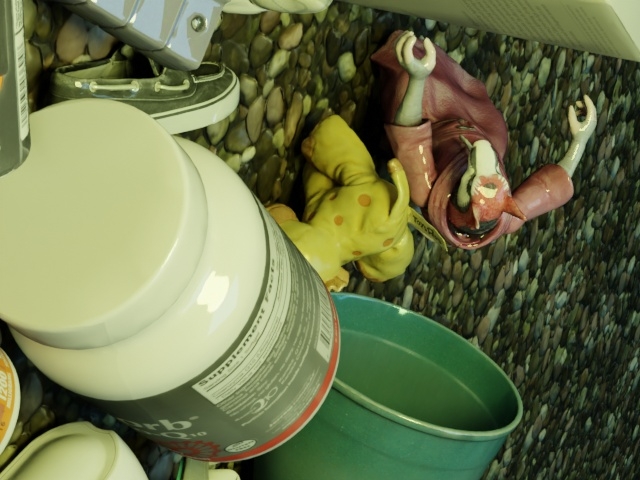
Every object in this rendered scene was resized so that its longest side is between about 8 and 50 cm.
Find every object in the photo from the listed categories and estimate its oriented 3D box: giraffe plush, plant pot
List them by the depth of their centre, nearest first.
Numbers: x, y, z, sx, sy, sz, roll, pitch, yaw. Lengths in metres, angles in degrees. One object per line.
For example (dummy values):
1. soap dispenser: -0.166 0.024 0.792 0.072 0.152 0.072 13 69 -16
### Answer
1. giraffe plush: 0.000 0.000 1.442 0.170 0.210 0.181 -31 122 -16
2. plant pot: 0.042 0.232 1.554 0.271 0.271 0.255 -14 133 -59

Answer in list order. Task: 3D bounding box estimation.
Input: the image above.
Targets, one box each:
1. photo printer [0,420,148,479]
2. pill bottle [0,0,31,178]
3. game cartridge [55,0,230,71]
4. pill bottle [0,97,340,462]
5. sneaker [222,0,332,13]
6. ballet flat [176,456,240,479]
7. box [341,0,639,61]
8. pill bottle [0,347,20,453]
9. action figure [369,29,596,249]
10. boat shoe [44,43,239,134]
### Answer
1. photo printer: -0.243 0.321 1.204 0.307 0.107 0.256 -50 145 -39
2. pill bottle: -0.252 -0.163 0.892 0.130 0.130 0.246 -34 133 -51
3. game cartridge: -0.118 -0.333 1.048 0.230 0.068 0.355 29 78 -44
4. pill bottle: -0.124 0.040 1.124 0.210 0.210 0.363 -67 158 -13
5. sneaker: -0.044 -0.323 1.212 0.110 0.118 0.292 -48 142 -37
6. ballet flat: -0.105 0.211 1.349 0.072 0.068 0.213 89 0 -47
7. box: 0.156 -0.321 1.335 0.168 0.345 0.215 27 81 -63
8. pill bottle: -0.302 0.085 0.945 0.121 0.121 0.216 -66 153 -15
9. action figure: 0.125 -0.078 1.496 0.276 0.248 0.370 -60 -165 21
10. boat shoe: -0.139 -0.129 1.181 0.219 0.077 0.070 -27 129 -53
